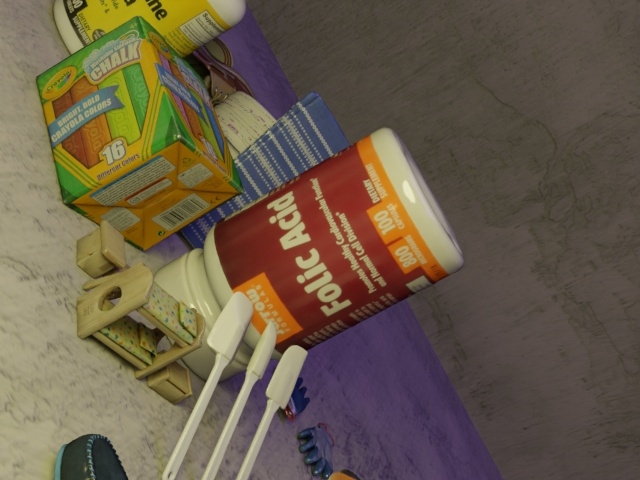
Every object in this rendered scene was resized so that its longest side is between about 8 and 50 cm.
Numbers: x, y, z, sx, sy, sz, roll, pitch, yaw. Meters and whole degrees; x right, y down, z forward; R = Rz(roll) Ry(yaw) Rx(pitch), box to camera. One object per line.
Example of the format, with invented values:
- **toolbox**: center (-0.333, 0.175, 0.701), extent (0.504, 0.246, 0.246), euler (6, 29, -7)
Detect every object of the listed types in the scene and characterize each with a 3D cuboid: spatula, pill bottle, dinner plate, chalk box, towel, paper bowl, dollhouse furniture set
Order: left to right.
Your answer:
- **chalk box**: center (-0.257, -0.169, 1.132), extent (0.179, 0.180, 0.289), euler (43, 21, -59)
- **dollhouse furniture set**: center (-0.197, 0.076, 0.996), extent (0.182, 0.101, 0.161), euler (50, 16, -44)
- **pill bottle**: center (-0.244, -0.395, 1.322), extent (0.188, 0.334, 0.188), euler (57, 12, -19)
- **dinner plate**: center (-0.258, -0.398, 1.768), extent (0.141, 0.141, 0.017), euler (52, 33, -39)
- **spatula**: center (-0.104, 0.202, 0.990), extent (0.168, 0.019, 0.242), euler (51, 54, -43)
- **paper bowl**: center (-0.126, -0.128, 1.545), extent (0.284, 0.148, 0.284), euler (48, -10, 11)
- **towel**: center (-0.069, -0.066, 1.403), extent (0.243, 0.336, 0.040), euler (55, -15, -30)
- **pill bottle**: center (-0.021, 0.030, 1.141), extent (0.224, 0.392, 0.224), euler (57, 12, -19)

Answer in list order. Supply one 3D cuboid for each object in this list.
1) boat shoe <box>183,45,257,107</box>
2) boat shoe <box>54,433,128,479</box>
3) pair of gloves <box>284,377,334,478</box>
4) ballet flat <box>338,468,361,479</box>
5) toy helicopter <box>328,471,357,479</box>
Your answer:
- **boat shoe**: center (-0.253, -0.332, 1.726), extent (0.324, 0.122, 0.120), euler (44, 25, -32)
- **boat shoe**: center (-0.151, 0.287, 0.722), extent (0.258, 0.089, 0.109), euler (64, 12, 12)
- **pair of gloves**: center (-0.028, 0.305, 1.396), extent (0.198, 0.023, 0.159), euler (62, 10, -1)
- **ballet flat**: center (0.071, 0.475, 1.399), extent (0.057, 0.049, 0.173), euler (-21, 78, -36)
- **toy helicopter**: center (0.002, 0.339, 0.900), extent (0.355, 0.235, 0.140), euler (46, 19, -52)
